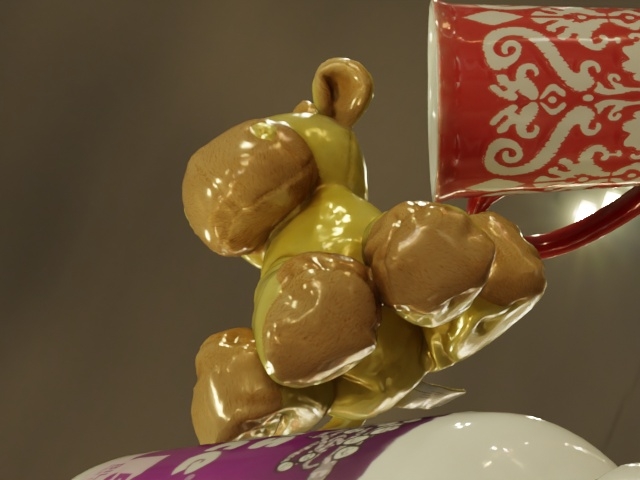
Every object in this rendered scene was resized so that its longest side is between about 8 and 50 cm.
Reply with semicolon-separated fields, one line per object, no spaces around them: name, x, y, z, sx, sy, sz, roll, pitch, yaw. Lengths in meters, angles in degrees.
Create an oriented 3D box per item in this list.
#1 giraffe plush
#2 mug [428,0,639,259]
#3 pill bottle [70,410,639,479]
giraffe plush;0.000;0.000;0.668;0.181;0.170;0.210;-30;-21;4
mug;0.146;-0.069;0.730;0.150;0.169;0.113;83;-174;-61
pill bottle;0.022;0.148;0.456;0.169;0.301;0.169;13;-109;-41
